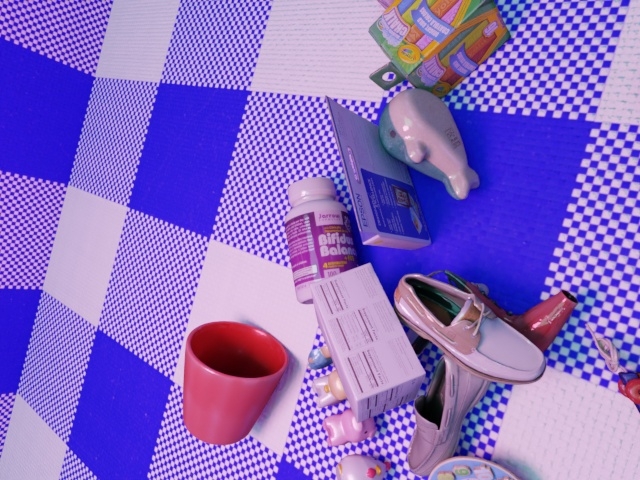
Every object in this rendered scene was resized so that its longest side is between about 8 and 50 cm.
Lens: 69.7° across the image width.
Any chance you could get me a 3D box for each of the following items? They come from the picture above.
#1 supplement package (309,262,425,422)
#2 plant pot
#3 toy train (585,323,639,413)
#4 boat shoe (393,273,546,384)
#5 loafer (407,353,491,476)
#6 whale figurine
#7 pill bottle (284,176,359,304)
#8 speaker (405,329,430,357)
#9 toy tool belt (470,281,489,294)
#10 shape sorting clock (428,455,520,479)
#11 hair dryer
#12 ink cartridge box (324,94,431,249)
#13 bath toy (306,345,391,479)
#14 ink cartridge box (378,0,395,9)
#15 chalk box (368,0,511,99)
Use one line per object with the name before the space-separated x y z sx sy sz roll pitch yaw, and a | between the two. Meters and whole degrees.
supplement package | 0.094 0.223 0.995 0.145 0.204 0.261 -19 58 -7
plant pot | -0.250 0.392 1.248 0.275 0.275 0.243 29 110 34
toy train | 0.589 0.233 0.784 0.143 0.105 0.248 -27 69 18
boat shoe | 0.271 0.161 0.863 0.302 0.103 0.113 24 56 27
loafer | 0.240 0.360 0.958 0.112 0.112 0.319 -112 36 -65
whale figurine | 0.238 -0.203 1.033 0.272 0.216 0.141 54 136 0
pill bottle | 0.000 0.000 1.171 0.169 0.169 0.301 -19 74 31
speaker | 0.231 0.212 1.054 0.055 0.055 0.136 42 107 31
toy tool belt | 0.340 0.131 0.991 0.052 0.051 0.083 -16 75 32
shape sorting clock | 0.318 0.521 0.921 0.206 0.040 0.206 7 110 19
hair dryer | 0.354 0.157 0.919 0.294 0.080 0.223 -14 106 28
ink cartridge box | 0.115 -0.134 1.025 0.072 0.307 0.303 -25 70 36
bath toy | 0.071 0.423 1.099 0.129 0.151 0.348 -11 70 -14
ink cartridge box | 0.176 -0.611 1.103 0.092 0.218 0.158 -47 60 20
chalk box | 0.246 -0.452 1.060 0.289 0.180 0.179 -42 63 24
